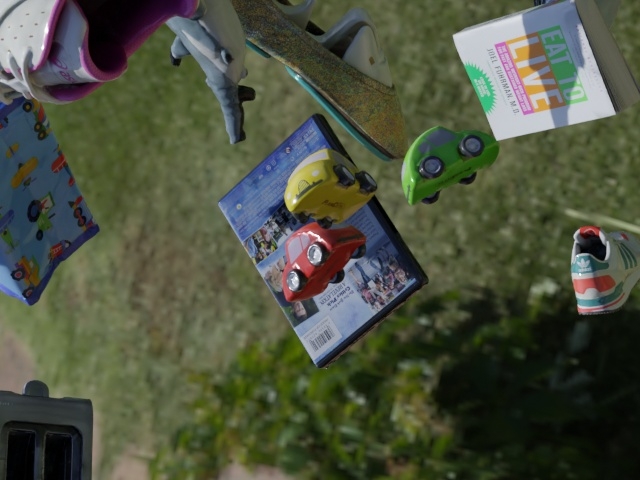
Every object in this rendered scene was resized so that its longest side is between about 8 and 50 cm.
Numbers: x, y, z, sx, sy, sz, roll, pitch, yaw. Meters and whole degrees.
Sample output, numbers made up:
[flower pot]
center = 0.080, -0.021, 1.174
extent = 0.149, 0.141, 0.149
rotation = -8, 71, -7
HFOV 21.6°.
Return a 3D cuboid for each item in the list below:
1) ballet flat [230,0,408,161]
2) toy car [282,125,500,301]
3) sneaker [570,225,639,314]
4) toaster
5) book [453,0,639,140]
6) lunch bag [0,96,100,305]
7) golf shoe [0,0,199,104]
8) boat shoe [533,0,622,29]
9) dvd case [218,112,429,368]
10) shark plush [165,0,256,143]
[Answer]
[ballet flat]
center = -0.014, -0.214, 1.710
extent = 0.123, 0.348, 0.123
rotation = -45, 21, 23
[toy car]
center = 0.058, -0.049, 1.536
extent = 0.053, 0.225, 0.239
rotation = 58, 166, 21
[sneaker]
center = 0.289, 0.011, 1.696
extent = 0.057, 0.161, 0.075
rotation = -6, 112, 26
[toaster]
center = -0.272, 0.202, 1.316
extent = 0.110, 0.168, 0.186
rotation = 137, 137, -58
[book]
center = 0.176, -0.137, 1.331
extent = 0.144, 0.035, 0.096
rotation = -11, 108, 55
[lunch bag]
center = -0.426, -0.078, 1.883
extent = 0.293, 0.221, 0.138
rotation = 15, 51, 32
[golf shoe]
center = -0.202, -0.134, 1.072
extent = 0.306, 0.115, 0.140
rotation = -34, 57, 18
[boat shoe]
center = 0.244, -0.323, 1.697
extent = 0.105, 0.113, 0.306
rotation = 27, 131, 38
[dvd case]
center = 0.000, 0.000, 2.007
extent = 0.180, 0.022, 0.253
rotation = -41, 69, 24
[shark plush]
center = -0.090, -0.155, 1.301
extent = 0.067, 0.161, 0.073
rotation = -11, 36, 26
